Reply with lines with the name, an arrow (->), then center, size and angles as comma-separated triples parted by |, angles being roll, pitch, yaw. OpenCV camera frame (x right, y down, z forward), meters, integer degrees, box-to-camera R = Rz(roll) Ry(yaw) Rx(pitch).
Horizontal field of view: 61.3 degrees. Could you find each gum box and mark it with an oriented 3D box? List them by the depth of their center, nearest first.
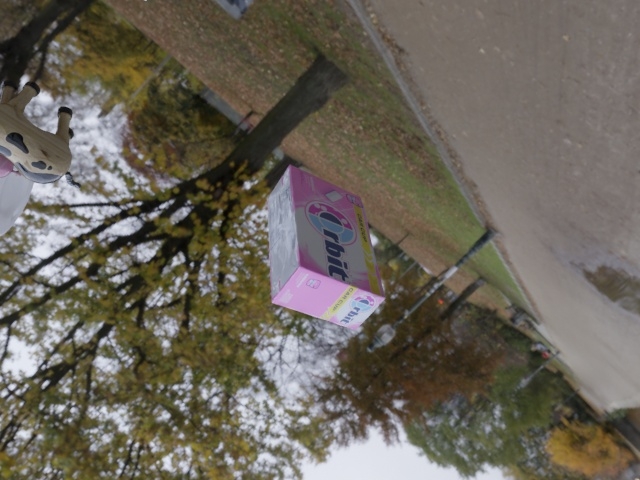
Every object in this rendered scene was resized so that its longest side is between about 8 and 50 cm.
gum box -> 0.000, 0.000, 0.630 | 0.107, 0.062, 0.188 | 21, -144, -25

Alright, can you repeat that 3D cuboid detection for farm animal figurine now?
farm animal figurine -> -0.474, -0.156, 0.593 | 0.327, 0.330, 0.172 | 92, 176, -48

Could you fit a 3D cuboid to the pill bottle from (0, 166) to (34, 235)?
pill bottle -> -0.717, -0.152, 0.943 | 0.360, 0.204, 0.204 | 19, -166, -11
